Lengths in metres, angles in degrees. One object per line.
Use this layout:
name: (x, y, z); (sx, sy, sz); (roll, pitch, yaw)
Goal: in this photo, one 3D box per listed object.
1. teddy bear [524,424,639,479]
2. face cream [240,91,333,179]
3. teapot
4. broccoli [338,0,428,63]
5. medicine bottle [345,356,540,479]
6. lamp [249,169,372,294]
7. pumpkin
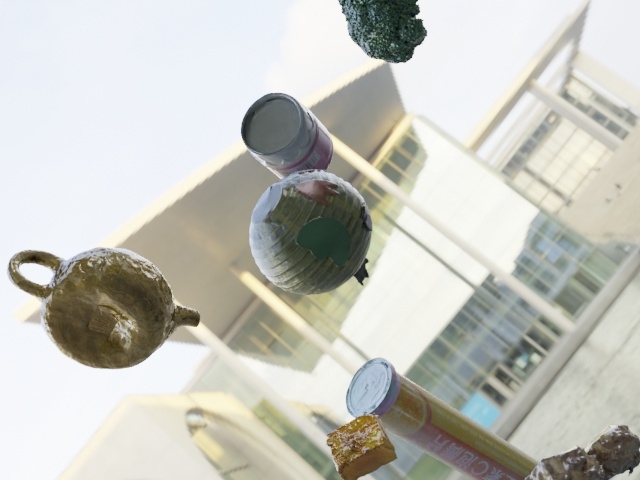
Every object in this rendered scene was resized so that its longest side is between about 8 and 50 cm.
teddy bear: (0.344, 0.419, 1.136); (0.246, 0.222, 0.296); (-8, -42, -40)
face cream: (-0.079, -0.245, 2.088); (0.175, 0.175, 0.195); (-51, -27, 0)
teapot: (-0.341, 0.086, 1.372); (0.167, 0.311, 0.203); (-86, 21, -59)
broccoli: (0.115, -0.415, 1.580); (0.195, 0.195, 0.156); (82, -154, -70)
medicine bottle: (0.235, 0.342, 1.490); (0.108, 0.426, 0.108); (-40, 31, 30)
lamp: (0.000, 0.000, 1.688); (0.250, 0.284, 0.250); (-41, 27, 26)
pumpkin: (0.055, 0.271, 1.123); (0.083, 0.054, 0.074); (-31, 30, 5)
